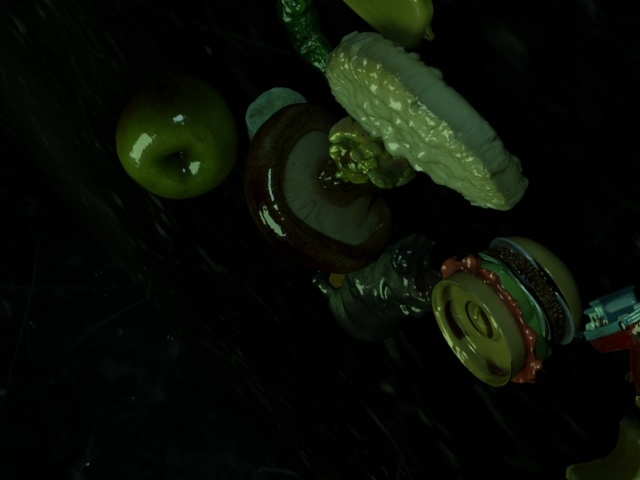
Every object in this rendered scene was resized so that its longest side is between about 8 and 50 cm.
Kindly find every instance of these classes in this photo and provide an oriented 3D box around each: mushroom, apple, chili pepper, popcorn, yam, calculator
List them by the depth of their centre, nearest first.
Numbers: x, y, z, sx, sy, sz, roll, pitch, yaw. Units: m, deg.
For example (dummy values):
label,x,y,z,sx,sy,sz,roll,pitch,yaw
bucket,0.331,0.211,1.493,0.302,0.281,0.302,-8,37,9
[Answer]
label,x,y,z,sx,sy,sz,roll,pitch,yaw
calculator,0.038,-0.298,1.718,0.236,0.033,0.157,47,162,9
chili pepper,-0.007,-0.242,1.928,0.073,0.050,0.182,15,142,54
popcorn,0.064,-0.111,1.957,0.109,0.089,0.097,52,153,13
mushroom,-0.012,-0.061,2.064,0.231,0.194,0.138,67,157,-1
yam,-0.048,-0.108,2.245,0.093,0.093,0.259,44,162,27
apple,-0.216,-0.160,2.427,0.157,0.196,0.196,-90,-20,-50

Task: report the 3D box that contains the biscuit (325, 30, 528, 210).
label,x,y,z,sx,sy,sz,roll,pitch,yaw
biscuit,0.096,-0.146,1.745,0.281,0.084,0.179,39,171,34

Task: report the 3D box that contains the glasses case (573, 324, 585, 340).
label,x,y,z,sx,sy,sz,roll,pitch,yaw
glasses case,0.279,0.088,1.894,0.083,0.023,0.033,50,162,10

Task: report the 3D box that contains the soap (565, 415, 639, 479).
label,x,y,z,sx,sy,sz,roll,pitch,yaw
soap,0.397,0.328,1.756,0.259,0.143,0.281,50,-179,7

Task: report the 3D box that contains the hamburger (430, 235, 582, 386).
label,x,y,z,sx,sy,sz,roll,pitch,yaw
hamburger,0.219,0.071,1.816,0.175,0.137,0.175,45,157,25

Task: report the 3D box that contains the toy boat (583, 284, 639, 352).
label,x,y,z,sx,sy,sz,roll,pitch,yaw
toy boat,0.326,0.079,1.674,0.173,0.069,0.059,147,103,-76

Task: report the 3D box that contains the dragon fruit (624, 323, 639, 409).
label,x,y,z,sx,sy,sz,roll,pitch,yaw
dragon fruit,0.357,0.126,1.565,0.142,0.175,0.138,10,107,45

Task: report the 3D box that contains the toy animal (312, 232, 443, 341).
label,x,y,z,sx,sy,sz,roll,pitch,yaw
toy animal,0.093,0.056,2.186,0.168,0.106,0.343,55,159,-6

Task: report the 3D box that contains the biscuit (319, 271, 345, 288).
label,x,y,z,sx,sy,sz,roll,pitch,yaw
biscuit,0.000,0.000,2.474,0.237,0.013,0.232,48,163,17
